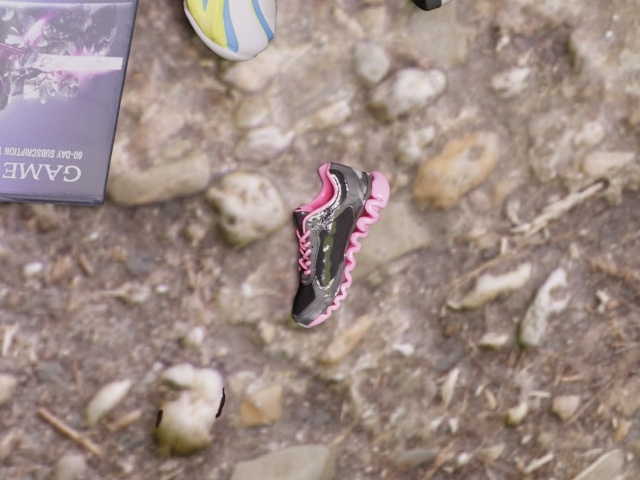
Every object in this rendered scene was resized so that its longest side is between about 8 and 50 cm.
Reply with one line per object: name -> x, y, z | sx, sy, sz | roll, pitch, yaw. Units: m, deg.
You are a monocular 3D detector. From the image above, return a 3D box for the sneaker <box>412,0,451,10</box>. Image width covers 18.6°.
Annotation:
sneaker -> 0.094, -0.306, 1.226 | 0.178, 0.124, 0.295 | -22, 118, -10

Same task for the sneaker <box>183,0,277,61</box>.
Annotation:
sneaker -> -0.027, -0.210, 1.167 | 0.126, 0.091, 0.240 | 3, 131, 16

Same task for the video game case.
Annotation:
video game case -> -0.200, -0.157, 1.171 | 0.196, 0.026, 0.274 | 2, 109, -30

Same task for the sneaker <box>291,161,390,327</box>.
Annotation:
sneaker -> 0.000, 0.000, 1.338 | 0.057, 0.047, 0.119 | 23, 89, -27
